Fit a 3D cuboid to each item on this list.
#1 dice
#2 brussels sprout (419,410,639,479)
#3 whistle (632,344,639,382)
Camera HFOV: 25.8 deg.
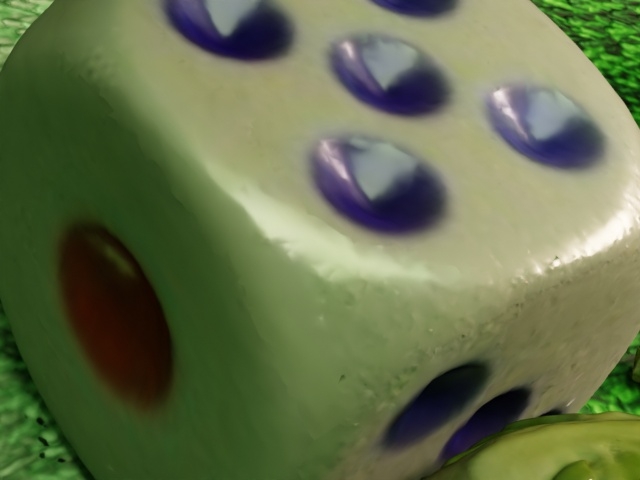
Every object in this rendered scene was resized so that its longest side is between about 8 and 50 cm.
[{"bbox_3d":[0.000,0.000,0.830,0.304,0.277,0.304,-21,57,-37],"label":"dice"},{"bbox_3d":[0.145,0.197,0.736,0.244,0.244,0.244,13,44,-13],"label":"brussels sprout"},{"bbox_3d":[0.322,0.125,1.021,0.198,0.057,0.104,20,57,6],"label":"whistle"}]
